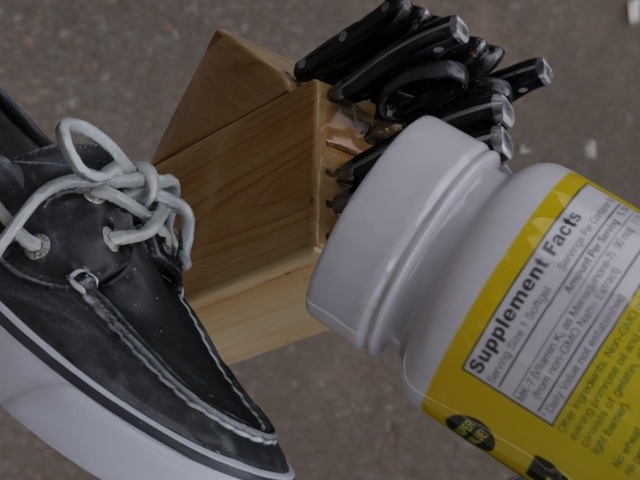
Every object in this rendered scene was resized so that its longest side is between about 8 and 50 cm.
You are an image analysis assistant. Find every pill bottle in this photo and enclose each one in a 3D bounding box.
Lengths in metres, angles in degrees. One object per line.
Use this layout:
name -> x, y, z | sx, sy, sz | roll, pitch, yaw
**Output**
pill bottle -> 0.107, 0.042, 0.597 | 0.119, 0.208, 0.119 | -53, 165, -20

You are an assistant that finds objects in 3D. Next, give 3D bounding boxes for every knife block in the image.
knife block -> 0.000, 0.000, 0.769 | 0.088, 0.242, 0.276 | 20, 105, -38

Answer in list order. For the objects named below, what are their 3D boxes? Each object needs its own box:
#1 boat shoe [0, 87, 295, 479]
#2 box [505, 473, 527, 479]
boat shoe -> -0.111, 0.000, 0.637 | 0.105, 0.306, 0.113 | -53, 154, 7
box -> 0.047, 0.327, 1.043 | 0.296, 0.294, 0.183 | -24, 80, -51
